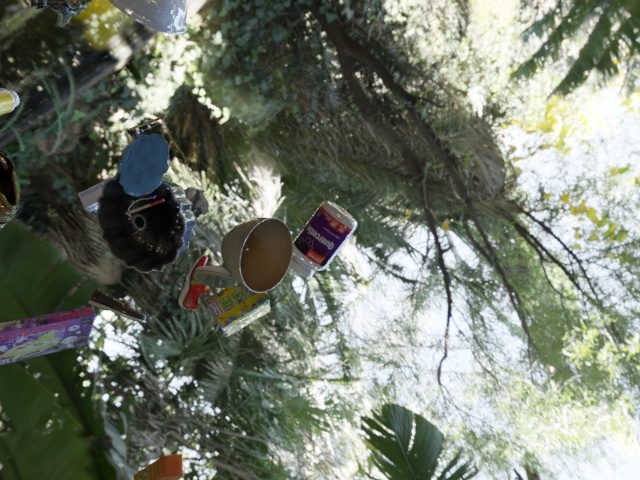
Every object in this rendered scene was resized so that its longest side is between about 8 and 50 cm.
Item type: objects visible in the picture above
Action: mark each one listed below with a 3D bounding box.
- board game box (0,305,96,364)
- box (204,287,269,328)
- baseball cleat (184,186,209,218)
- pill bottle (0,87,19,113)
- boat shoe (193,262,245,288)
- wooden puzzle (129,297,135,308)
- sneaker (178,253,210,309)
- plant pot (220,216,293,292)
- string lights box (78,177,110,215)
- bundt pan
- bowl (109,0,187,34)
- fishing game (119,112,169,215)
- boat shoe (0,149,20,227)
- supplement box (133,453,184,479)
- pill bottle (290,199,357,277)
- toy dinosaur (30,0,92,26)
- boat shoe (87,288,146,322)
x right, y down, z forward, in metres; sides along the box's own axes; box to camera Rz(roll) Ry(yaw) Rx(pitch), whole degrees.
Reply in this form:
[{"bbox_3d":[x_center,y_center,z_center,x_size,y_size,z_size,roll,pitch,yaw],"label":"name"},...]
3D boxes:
[{"bbox_3d":[-0.947,0.320,1.453,0.347,0.056,0.208,-8,142,-41],"label":"board game box"},{"bbox_3d":[-0.432,0.351,2.348,0.279,0.177,0.290,-31,166,-16],"label":"box"},{"bbox_3d":[-0.460,-0.085,1.582,0.072,0.110,0.205,23,-81,64],"label":"baseball cleat"},{"bbox_3d":[-1.335,-0.572,1.818,0.103,0.103,0.184,-30,-158,14],"label":"pill bottle"},{"bbox_3d":[-0.400,0.144,1.936,0.113,0.303,0.103,124,-30,-49],"label":"boat shoe"},{"bbox_3d":[-0.896,0.306,2.094,0.006,0.083,0.049,0,-131,-6],"label":"wooden puzzle"},{"bbox_3d":[-0.582,0.202,2.120,0.107,0.118,0.278,-85,-164,-84],"label":"sneaker"},{"bbox_3d":[-0.268,0.039,1.683,0.191,0.284,0.284,13,-129,35],"label":"plant pot"},{"bbox_3d":[-0.833,-0.143,1.773,0.133,0.076,0.259,-29,165,-7],"label":"string lights box"},{"bbox_3d":[-0.537,-0.069,1.402,0.331,0.330,0.124,-26,-176,22],"label":"bundt pan"},{"bbox_3d":[-0.578,-0.854,1.506,0.134,0.298,0.297,-51,-166,32],"label":"bowl"},{"bbox_3d":[-0.474,-0.202,1.198,0.189,0.041,0.264,-15,-108,23],"label":"fishing game"},{"bbox_3d":[-0.812,-0.182,1.089,0.104,0.307,0.111,-30,169,20],"label":"boat shoe"},{"bbox_3d":[-0.572,0.828,1.551,0.233,0.080,0.078,-43,-131,31],"label":"supplement box"},{"bbox_3d":[0.000,0.000,1.885,0.323,0.182,0.181,-54,-159,11],"label":"pill bottle"},{"bbox_3d":[-0.691,-0.622,1.167,0.268,0.064,0.118,-4,-175,41],"label":"toy dinosaur"},{"bbox_3d":[-0.788,0.258,1.734,0.081,0.228,0.068,134,-23,-67],"label":"boat shoe"}]
